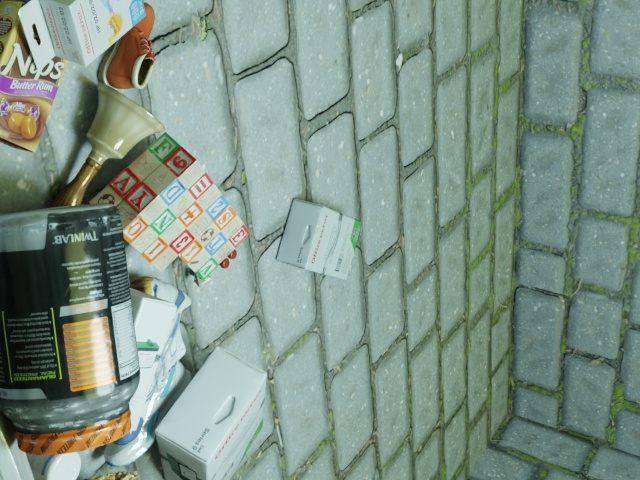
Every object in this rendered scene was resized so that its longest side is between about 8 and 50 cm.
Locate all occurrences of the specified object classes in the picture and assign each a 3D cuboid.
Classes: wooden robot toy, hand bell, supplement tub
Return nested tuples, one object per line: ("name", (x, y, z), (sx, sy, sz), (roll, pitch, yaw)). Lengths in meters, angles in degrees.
("wooden robot toy", (-0.209, 0.005, 1.667), (0.173, 0.076, 0.079), (-56, 134, -31))
("hand bell", (-0.366, -0.115, 1.346), (0.242, 0.126, 0.126), (-56, 147, -6))
("supplement tub", (-0.375, 0.121, 1.233), (0.207, 0.207, 0.337), (-12, 99, -57))
("supplement tub", (-0.448, 0.356, 1.379), (0.071, 0.107, 0.070), (-32, 130, -49))

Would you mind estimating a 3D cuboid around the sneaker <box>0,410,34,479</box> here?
("sneaker", (-0.523, 0.318, 1.237), (0.108, 0.169, 0.292), (114, -41, -82))

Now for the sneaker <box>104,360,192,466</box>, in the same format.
("sneaker", (-0.336, 0.310, 1.583), (0.092, 0.088, 0.228), (54, 53, -36))

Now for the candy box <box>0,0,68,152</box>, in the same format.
("candy box", (-0.429, -0.231, 1.210), (0.109, 0.053, 0.186), (27, 78, -59))

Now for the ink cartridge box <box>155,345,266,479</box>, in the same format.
("ink cartridge box", (-0.209, 0.369, 1.677), (0.211, 0.122, 0.289), (-55, 166, -31))

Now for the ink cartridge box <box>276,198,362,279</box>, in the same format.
("ink cartridge box", (0.000, 0.000, 1.990), (0.208, 0.087, 0.153), (21, 85, -61))

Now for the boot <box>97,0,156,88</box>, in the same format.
("boot", (-0.290, -0.313, 1.374), (0.059, 0.085, 0.157), (34, 72, -57))

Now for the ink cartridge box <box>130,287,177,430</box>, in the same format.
("ink cartridge box", (-0.353, 0.183, 1.411), (0.093, 0.160, 0.219), (25, 80, -58))

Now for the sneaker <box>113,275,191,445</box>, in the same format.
("sneaker", (-0.297, 0.217, 1.513), (0.131, 0.112, 0.296), (20, 78, -45))

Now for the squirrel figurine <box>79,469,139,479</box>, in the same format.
("squirrel figurine", (-0.439, 0.561, 1.398), (0.370, 0.281, 0.396), (63, 35, -36))

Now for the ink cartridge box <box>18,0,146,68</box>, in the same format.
("ink cartridge box", (-0.331, -0.321, 1.204), (0.181, 0.062, 0.104), (-54, 156, -34))

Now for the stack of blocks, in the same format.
("stack of blocks", (-0.251, -0.037, 1.486), (0.171, 0.087, 0.297), (-45, 154, -7))
